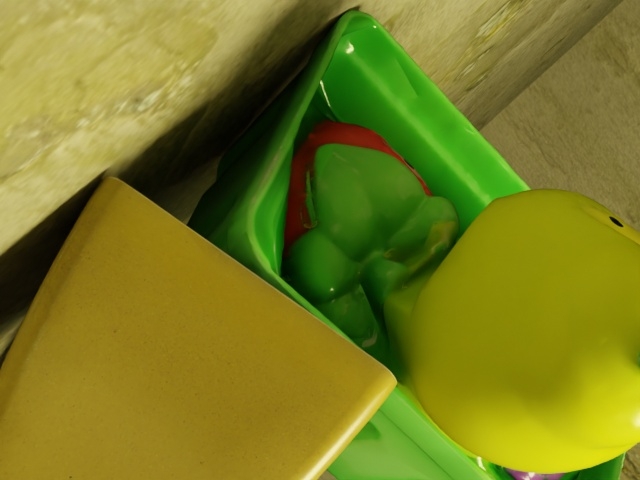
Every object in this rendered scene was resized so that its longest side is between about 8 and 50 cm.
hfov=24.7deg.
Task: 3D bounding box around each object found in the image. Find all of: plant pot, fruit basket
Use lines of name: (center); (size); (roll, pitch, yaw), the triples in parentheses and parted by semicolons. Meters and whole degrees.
plant pot: (-0.114, 0.125, 0.905); (0.187, 0.212, 0.212); (-57, -177, -27)
fruit basket: (0.113, 0.039, 0.975); (0.392, 0.392, 0.283); (-47, -165, 48)
